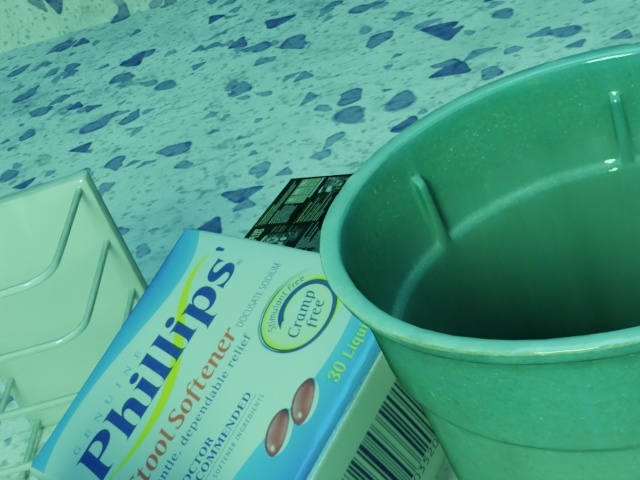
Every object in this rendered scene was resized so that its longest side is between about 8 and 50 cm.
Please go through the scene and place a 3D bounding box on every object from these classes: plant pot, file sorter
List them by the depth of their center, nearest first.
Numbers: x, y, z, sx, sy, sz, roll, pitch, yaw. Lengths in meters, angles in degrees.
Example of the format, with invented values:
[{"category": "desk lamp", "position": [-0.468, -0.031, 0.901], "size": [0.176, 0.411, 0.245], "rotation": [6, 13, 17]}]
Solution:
[{"category": "plant pot", "position": [0.211, 0.093, 0.735], "size": [0.341, 0.334, 0.341], "rotation": [-16, 28, 9]}, {"category": "file sorter", "position": [-0.271, 0.113, 1.097], "size": [0.192, 0.278, 0.173], "rotation": [-16, 33, 9]}]

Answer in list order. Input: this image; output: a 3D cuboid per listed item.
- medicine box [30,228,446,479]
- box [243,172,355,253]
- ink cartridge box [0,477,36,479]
[{"category": "medicine box", "position": [-0.052, 0.150, 0.930], "size": [0.289, 0.149, 0.264], "rotation": [10, 61, 43]}, {"category": "box", "position": [0.000, 0.000, 1.309], "size": [0.147, 0.078, 0.180], "rotation": [-3, 33, 30]}, {"category": "ink cartridge box", "position": [-0.220, 0.300, 0.674], "size": [0.130, 0.310, 0.272], "rotation": [8, 30, -4]}]
